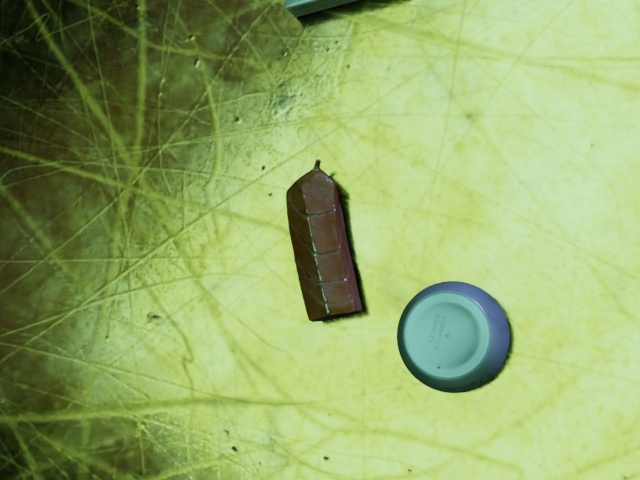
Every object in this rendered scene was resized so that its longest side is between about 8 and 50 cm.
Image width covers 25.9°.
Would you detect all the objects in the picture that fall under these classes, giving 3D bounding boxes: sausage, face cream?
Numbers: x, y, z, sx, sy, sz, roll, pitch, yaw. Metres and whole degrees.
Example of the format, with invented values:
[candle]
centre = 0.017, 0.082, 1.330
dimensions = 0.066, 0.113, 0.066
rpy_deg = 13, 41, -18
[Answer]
[sausage]
centre = -0.001, 0.000, 1.495
dimensions = 0.065, 0.065, 0.169
rpy_deg = -13, 81, 10
[face cream]
centre = 0.136, 0.100, 1.435
dimensions = 0.117, 0.104, 0.117
rpy_deg = -1, 86, 11

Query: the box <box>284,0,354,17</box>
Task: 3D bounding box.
[box]
centre = 0.016, -0.327, 1.529
dimensions = 0.130, 0.051, 0.129
rpy_deg = -13, 82, 10
